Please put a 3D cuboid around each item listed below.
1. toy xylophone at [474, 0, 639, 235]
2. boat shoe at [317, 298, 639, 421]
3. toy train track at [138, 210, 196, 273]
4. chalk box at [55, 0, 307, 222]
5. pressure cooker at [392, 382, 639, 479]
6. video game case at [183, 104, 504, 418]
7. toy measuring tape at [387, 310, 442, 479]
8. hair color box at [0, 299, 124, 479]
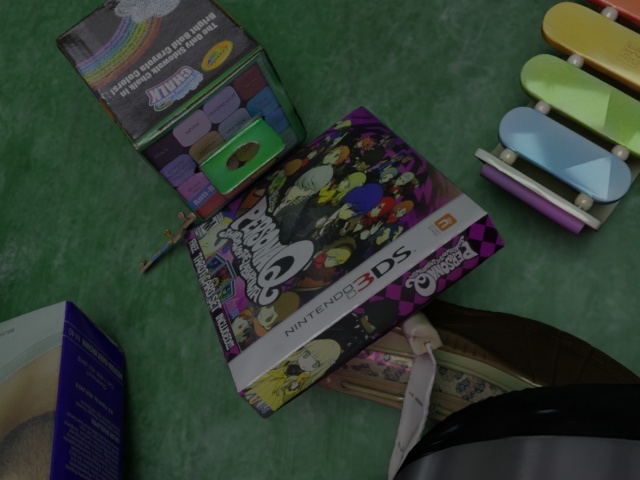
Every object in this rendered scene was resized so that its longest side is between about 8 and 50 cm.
[{"bbox_3d":[0.288,-0.136,0.601,0.236,0.081,0.322,27,83,16],"label":"toy xylophone"},{"bbox_3d":[0.118,0.109,0.573,0.285,0.104,0.089,18,113,21],"label":"boat shoe"},{"bbox_3d":[-0.147,-0.002,0.679,0.014,0.048,0.083,42,106,-14],"label":"toy train track"},{"bbox_3d":[-0.107,-0.118,0.632,0.132,0.132,0.213,-38,61,-4],"label":"chalk box"},{"bbox_3d":[0.154,0.325,0.302,0.370,0.375,0.420,-4,44,36],"label":"pressure cooker"},{"bbox_3d":[0.000,0.000,0.580,0.210,0.042,0.232,-35,35,2],"label":"video game case"},{"bbox_3d":[-0.001,0.205,0.524,0.121,0.121,0.330,14,101,15],"label":"toy measuring tape"},{"bbox_3d":[-0.257,0.227,0.542,0.185,0.110,0.338,-19,50,7],"label":"hair color box"}]
